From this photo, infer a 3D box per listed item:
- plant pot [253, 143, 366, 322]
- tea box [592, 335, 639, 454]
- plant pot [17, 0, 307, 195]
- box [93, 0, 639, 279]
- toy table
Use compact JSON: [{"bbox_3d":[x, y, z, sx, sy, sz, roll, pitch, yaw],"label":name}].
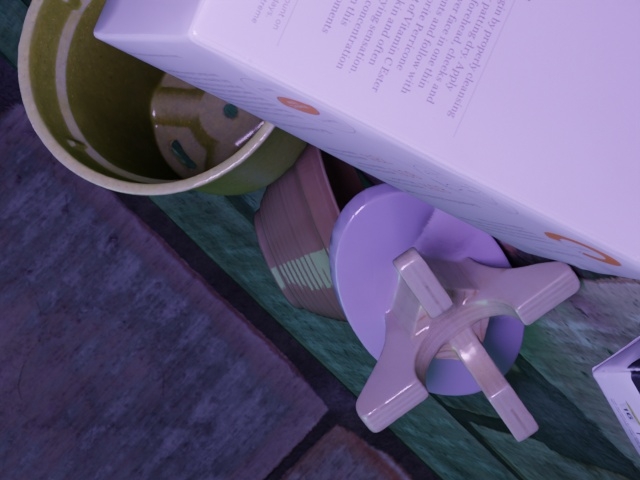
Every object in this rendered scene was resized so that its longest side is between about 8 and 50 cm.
[{"bbox_3d":[0.000,0.000,2.081,0.237,0.110,0.237,-24,-90,-80],"label":"plant pot"},{"bbox_3d":[0.373,0.155,1.111,0.329,0.220,0.323,57,168,-2],"label":"tea box"},{"bbox_3d":[-0.121,-0.155,1.866,0.276,0.276,0.254,40,-179,17],"label":"plant pot"},{"bbox_3d":[0.070,-0.122,1.156,0.345,0.168,0.215,26,176,-22],"label":"box"},{"bbox_3d":[0.131,0.079,1.922,0.274,0.252,0.161,40,-171,-29],"label":"toy table"}]
